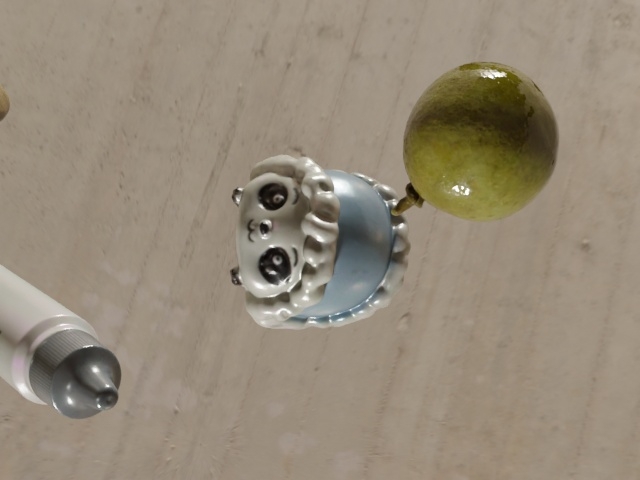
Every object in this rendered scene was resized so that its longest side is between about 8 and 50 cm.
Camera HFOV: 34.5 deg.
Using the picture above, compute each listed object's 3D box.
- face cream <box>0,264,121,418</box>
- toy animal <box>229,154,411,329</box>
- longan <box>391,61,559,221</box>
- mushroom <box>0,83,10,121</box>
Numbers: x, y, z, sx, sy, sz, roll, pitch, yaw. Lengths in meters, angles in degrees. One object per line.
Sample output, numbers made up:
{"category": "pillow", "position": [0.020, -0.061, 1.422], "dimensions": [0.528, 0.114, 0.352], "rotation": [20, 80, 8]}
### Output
{"category": "face cream", "position": [-0.276, 0.097, 0.995], "dimensions": [0.092, 0.311, 0.092], "rotation": [-14, -68, -37]}
{"category": "toy animal", "position": [0.000, 0.000, 1.237], "dimensions": [0.204, 0.156, 0.208], "rotation": [12, -105, -46]}
{"category": "longan", "position": [0.064, -0.038, 0.451], "dimensions": [0.083, 0.075, 0.075], "rotation": [-38, -95, 16]}
{"category": "mushroom", "position": [-0.496, -0.045, 1.279], "dimensions": [0.137, 0.407, 0.154], "rotation": [17, -142, -17]}
